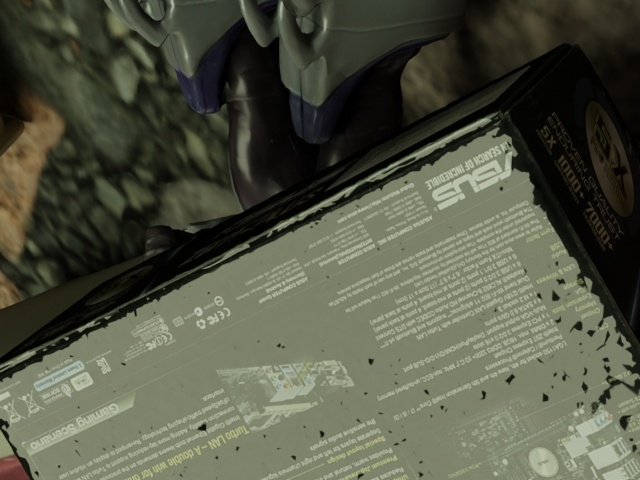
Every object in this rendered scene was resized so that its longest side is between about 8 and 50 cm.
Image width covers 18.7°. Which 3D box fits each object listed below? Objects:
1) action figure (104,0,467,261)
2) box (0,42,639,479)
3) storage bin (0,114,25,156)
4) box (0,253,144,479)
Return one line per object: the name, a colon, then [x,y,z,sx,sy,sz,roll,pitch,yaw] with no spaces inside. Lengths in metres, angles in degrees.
action figure: [0.000,0.000,0.656,0.185,0.099,0.285,26,137,48]
box: [0.022,0.054,0.537,0.180,0.077,0.147,-27,97,27]
storage bin: [-0.277,-0.146,0.822,0.260,0.123,0.262,14,133,41]
box: [-0.089,0.142,0.830,0.149,0.127,0.232,-20,101,36]
